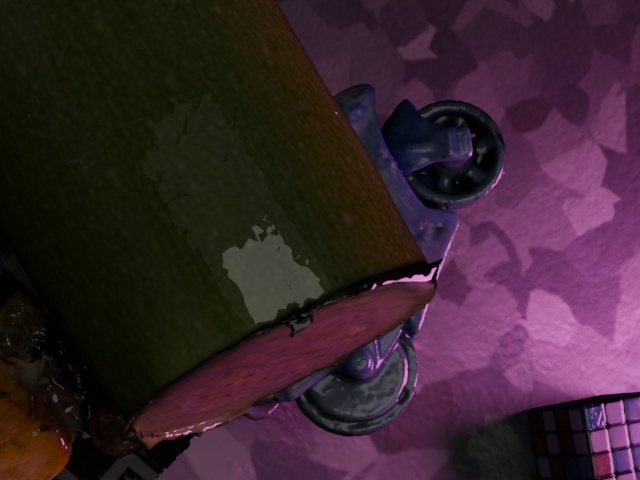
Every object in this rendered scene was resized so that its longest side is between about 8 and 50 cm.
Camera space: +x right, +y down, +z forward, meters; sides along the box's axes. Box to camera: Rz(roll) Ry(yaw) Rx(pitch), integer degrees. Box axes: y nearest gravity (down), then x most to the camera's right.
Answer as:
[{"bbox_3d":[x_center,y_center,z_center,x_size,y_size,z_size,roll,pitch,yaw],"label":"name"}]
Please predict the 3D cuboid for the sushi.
[{"bbox_3d":[-0.192,0.099,1.240,0.192,0.050,0.215,-45,87,-2],"label":"sushi"}]

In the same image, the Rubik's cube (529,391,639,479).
[{"bbox_3d":[0.262,0.193,1.488,0.092,0.092,0.092,-8,86,-27],"label":"Rubik's cube"}]

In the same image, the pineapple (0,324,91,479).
[{"bbox_3d":[-0.319,0.153,1.189,0.286,0.344,0.209,28,27,-54],"label":"pineapple"}]

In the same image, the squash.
[{"bbox_3d":[-0.117,-0.066,1.162,0.263,0.263,0.384,-25,78,-27],"label":"squash"}]

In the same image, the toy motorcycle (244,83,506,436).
[{"bbox_3d":[0.005,-0.004,1.339,0.241,0.182,0.319,28,75,-23],"label":"toy motorcycle"}]
